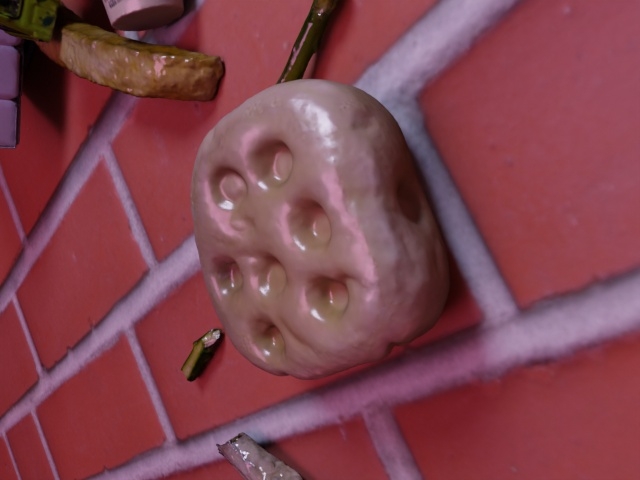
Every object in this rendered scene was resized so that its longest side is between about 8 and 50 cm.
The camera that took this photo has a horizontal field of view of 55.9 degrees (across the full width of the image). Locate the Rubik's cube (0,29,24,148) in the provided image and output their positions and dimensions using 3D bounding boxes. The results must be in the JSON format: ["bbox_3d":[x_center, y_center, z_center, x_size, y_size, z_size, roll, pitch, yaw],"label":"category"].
[{"bbox_3d":[-0.523,-0.279,0.803,0.231,0.221,0.225,56,136,43],"label":"Rubik's cube"}]

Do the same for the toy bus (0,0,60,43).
[{"bbox_3d":[-0.322,-0.374,0.631,0.113,0.139,0.302,22,99,40],"label":"toy bus"}]

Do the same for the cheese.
[{"bbox_3d":[0.000,0.000,0.456,0.218,0.117,0.235,40,130,28],"label":"cheese"}]

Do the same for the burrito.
[{"bbox_3d":[-0.063,0.245,0.645,0.149,0.041,0.055,26,132,39],"label":"burrito"}]

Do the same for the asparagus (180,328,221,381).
[{"bbox_3d":[-0.141,0.134,0.708,0.025,0.021,0.108,54,133,21],"label":"asparagus"}]

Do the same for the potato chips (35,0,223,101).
[{"bbox_3d":[-0.262,-0.225,0.693,0.407,0.080,0.057,31,132,37],"label":"potato chips"}]

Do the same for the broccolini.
[{"bbox_3d":[-0.039,-0.113,0.535,0.254,0.071,0.057,-57,20,31],"label":"broccolini"}]

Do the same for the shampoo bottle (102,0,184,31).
[{"bbox_3d":[-0.196,-0.343,0.585,0.127,0.078,0.257,-6,99,42],"label":"shampoo bottle"}]
